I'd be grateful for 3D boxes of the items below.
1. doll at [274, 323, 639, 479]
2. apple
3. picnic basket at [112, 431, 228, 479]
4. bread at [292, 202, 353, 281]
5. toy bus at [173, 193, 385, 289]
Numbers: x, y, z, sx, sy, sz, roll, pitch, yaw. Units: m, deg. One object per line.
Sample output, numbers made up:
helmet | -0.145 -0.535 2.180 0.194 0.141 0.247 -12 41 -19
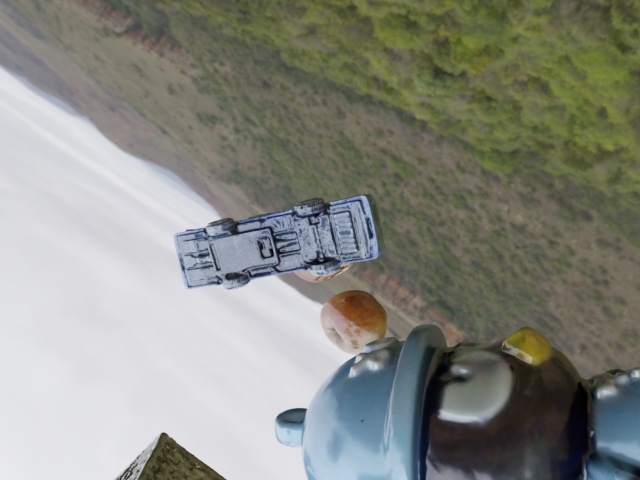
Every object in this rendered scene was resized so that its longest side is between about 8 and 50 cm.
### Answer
doll | 0.115 0.124 0.422 0.314 0.141 0.177 -7 -172 19
apple | 0.063 0.149 1.192 0.126 0.102 0.126 41 148 32
picnic basket | -0.131 0.316 0.588 0.196 0.134 0.154 41 -156 -10
bread | -0.001 0.010 1.160 0.156 0.125 0.086 24 -168 19
toy bus | -0.045 -0.001 0.706 0.237 0.079 0.094 -10 -170 20
